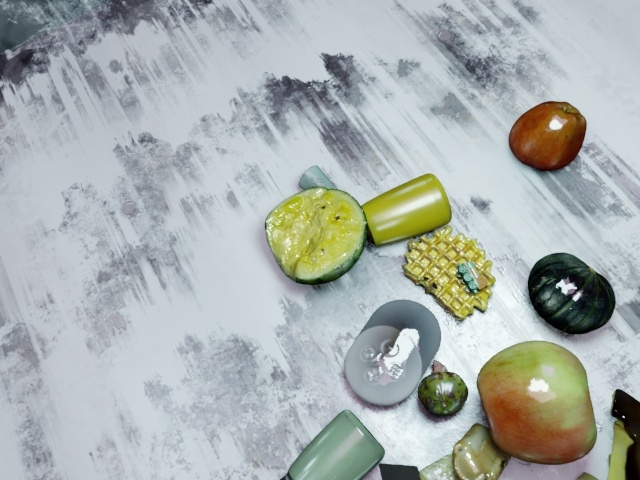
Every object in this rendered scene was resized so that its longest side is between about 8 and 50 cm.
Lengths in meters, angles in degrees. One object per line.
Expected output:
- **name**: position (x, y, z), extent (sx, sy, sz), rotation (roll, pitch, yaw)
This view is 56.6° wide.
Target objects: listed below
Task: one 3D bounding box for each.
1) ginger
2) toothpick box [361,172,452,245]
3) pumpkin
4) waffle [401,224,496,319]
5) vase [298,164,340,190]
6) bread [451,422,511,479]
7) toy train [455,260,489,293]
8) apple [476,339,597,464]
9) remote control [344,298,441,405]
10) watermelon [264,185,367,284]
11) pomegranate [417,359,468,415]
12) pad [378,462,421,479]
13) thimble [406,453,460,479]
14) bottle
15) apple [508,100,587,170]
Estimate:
- **ginger**: position (0.872, 0.568, 1.501), extent (0.414, 0.211, 0.358), rotation (-7, 51, -5)
- **toothpick box**: position (0.259, -0.088, 1.872), extent (0.272, 0.175, 0.174), rotation (-22, 65, 1)
- **pumpkin**: position (0.705, 0.153, 1.696), extent (0.250, 0.216, 0.249), rotation (14, 51, -18)
- **waffle**: position (0.391, 0.099, 1.829), extent (0.284, 0.065, 0.309), rotation (-1, 63, 4)
- **vase**: position (0.035, -0.148, 1.976), extent (0.096, 0.096, 0.219), rotation (-43, 70, -12)
- **bread**: position (0.411, 0.563, 1.541), extent (0.134, 0.225, 0.081), rotation (51, 120, 18)
- **toy train**: position (0.449, 0.107, 1.763), extent (0.064, 0.044, 0.103), rotation (-24, 68, -11)
- **apple**: position (0.552, 0.418, 1.533), extent (0.278, 0.319, 0.318), rotation (-11, 64, 20)
- **remote control**: position (0.211, 0.321, 1.730), extent (0.221, 0.103, 0.332), rotation (30, 71, 20)
- **watermelon**: position (0.000, 0.000, 1.859), extent (0.331, 0.189, 0.330), rotation (-5, 62, 10)
- **pomegranate**: position (0.338, 0.407, 1.662), extent (0.138, 0.125, 0.163), rotation (-17, 63, 14)
- **pad**: position (0.223, 0.684, 1.533), extent (0.003, 0.143, 0.211), rotation (-7, 82, -42)
- **thimble**: position (0.301, 0.663, 1.548), extent (0.191, 0.137, 0.143), rotation (-38, 67, 16)
- **bottle**: position (0.003, 0.628, 1.592), extent (0.347, 0.168, 0.168), rotation (-43, 67, -7)
- **apple**: position (0.730, -0.334, 1.893), extent (0.234, 0.234, 0.233), rotation (-3, 66, 6)
